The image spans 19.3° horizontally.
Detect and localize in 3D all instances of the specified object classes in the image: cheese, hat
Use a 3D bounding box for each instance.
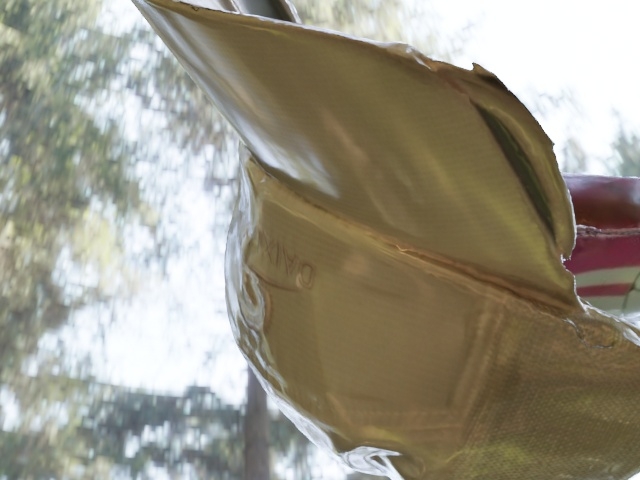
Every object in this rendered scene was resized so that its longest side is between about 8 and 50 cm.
[{"bbox_3d":[0.108,0.008,0.814,0.155,0.244,0.062,-4,-95,16],"label":"cheese"},{"bbox_3d":[0.000,0.000,0.642,0.226,0.219,0.164,23,-78,-39],"label":"hat"}]
